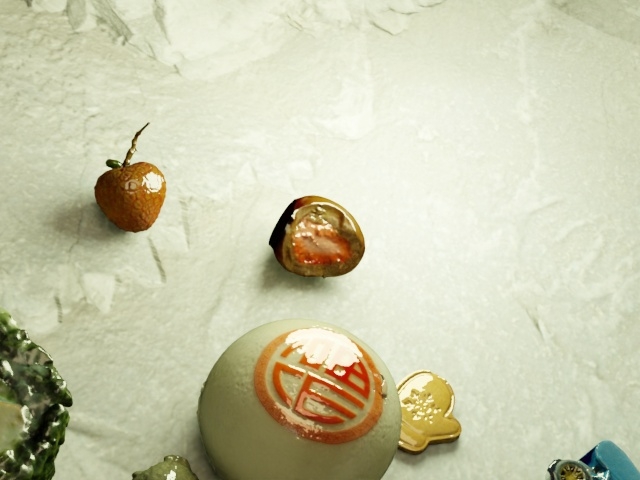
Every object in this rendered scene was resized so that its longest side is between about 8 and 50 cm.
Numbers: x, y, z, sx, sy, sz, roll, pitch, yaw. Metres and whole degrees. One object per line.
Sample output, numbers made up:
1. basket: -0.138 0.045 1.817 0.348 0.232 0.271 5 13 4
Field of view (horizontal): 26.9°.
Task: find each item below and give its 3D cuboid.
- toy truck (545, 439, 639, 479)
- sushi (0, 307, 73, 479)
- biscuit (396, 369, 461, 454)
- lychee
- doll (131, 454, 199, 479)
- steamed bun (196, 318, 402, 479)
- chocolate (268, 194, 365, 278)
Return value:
1. toy truck: 0.325 0.436 1.790 0.175 0.146 0.367 32 53 1
2. sushi: -0.483 0.216 1.679 0.352 0.178 0.294 30 51 9
3. biscuit: 0.152 0.251 1.941 0.118 0.023 0.140 28 52 4
4. lychee: -0.277 -0.082 1.989 0.114 0.101 0.140 -11 66 24
5. doll: -0.123 0.394 1.731 0.286 0.091 0.202 22 44 -13
6. steamed bun: -0.019 0.224 1.808 0.283 0.177 0.283 10 52 -14
7. chocolate: 0.000 0.000 2.012 0.133 0.124 0.127 35 44 -12
